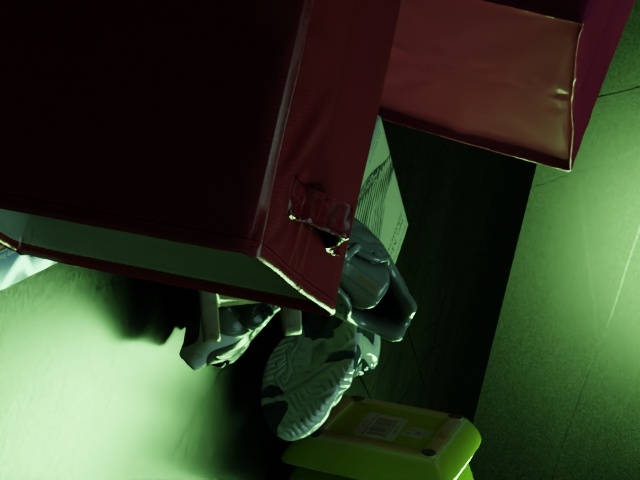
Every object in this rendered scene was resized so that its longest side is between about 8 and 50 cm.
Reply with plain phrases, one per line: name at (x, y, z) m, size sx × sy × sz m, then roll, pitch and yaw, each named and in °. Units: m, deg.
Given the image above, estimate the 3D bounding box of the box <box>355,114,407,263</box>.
box at (0.015, -0.033, 1.691) m, size 0.275 × 0.094 × 0.113 m, roll 65°, pitch 43°, yaw -68°

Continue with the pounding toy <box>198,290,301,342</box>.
pounding toy at (-0.094, -0.043, 1.295) m, size 0.269 × 0.155 × 0.154 m, roll 89°, pitch -5°, yaw -47°

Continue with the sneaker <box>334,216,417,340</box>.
sneaker at (0.000, 0.000, 1.452) m, size 0.099 × 0.121 × 0.262 m, roll -52°, pitch 137°, yaw 2°

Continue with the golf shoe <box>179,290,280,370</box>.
golf shoe at (-0.081, 0.058, 1.510) m, size 0.094 × 0.077 × 0.198 m, roll -49°, pitch 177°, yaw 12°

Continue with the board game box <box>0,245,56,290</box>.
board game box at (-0.205, -0.060, 0.916) m, size 0.317 × 0.046 × 0.213 m, roll -36°, pitch 139°, yaw -68°

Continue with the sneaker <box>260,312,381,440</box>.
sneaker at (0.010, 0.136, 1.860) m, size 0.153 × 0.094 × 0.235 m, roll 72°, pitch 26°, yaw -52°

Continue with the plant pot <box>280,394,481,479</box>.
plant pot at (0.066, 0.310, 2.035) m, size 0.228 × 0.227 × 0.207 m, roll -34°, pitch 131°, yaw -68°

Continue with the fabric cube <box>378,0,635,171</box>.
fabric cube at (0.176, -0.269, 1.721) m, size 0.259 × 0.254 × 0.258 m, roll 83°, pitch 29°, yaw -60°

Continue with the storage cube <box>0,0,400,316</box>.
storage cube at (-0.076, -0.083, 0.871) m, size 0.183 × 0.215 × 0.193 m, roll 43°, pitch 58°, yaw -74°
